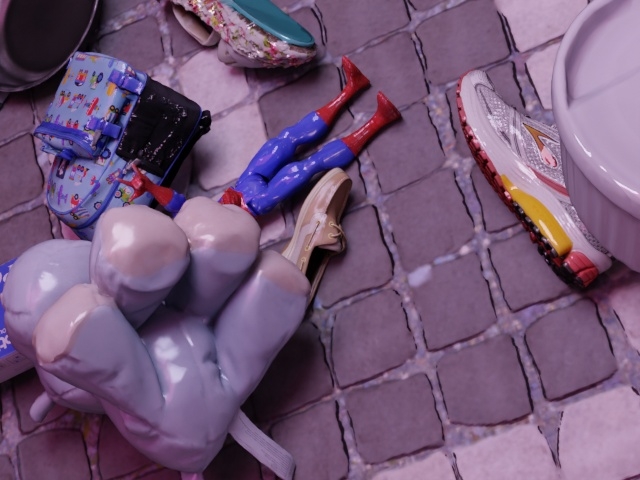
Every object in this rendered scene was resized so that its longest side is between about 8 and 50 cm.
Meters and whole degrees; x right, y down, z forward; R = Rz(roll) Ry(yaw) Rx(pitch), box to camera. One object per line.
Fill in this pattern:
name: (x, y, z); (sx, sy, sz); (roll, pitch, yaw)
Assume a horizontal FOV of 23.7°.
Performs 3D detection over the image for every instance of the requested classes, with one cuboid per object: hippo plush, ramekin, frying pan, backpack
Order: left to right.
frying pan: (-0.318, -0.188, 1.626); (0.197, 0.053, 0.326); (5, 80, 34)
backpack: (-0.209, -0.082, 1.478); (0.158, 0.117, 0.173); (27, 89, 57)
hippo plush: (-0.152, 0.081, 1.362); (0.234, 0.294, 0.236); (-42, 28, -21)
ramekin: (0.311, -0.080, 1.196); (0.272, 0.127, 0.273); (-1, 55, 2)

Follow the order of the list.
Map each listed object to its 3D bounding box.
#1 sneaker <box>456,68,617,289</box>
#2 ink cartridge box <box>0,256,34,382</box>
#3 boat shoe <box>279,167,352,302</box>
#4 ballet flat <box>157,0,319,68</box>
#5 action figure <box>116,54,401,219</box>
sneaker: (0.194, -0.064, 1.321); (0.092, 0.088, 0.225); (-34, 65, 0)
ink cartridge box: (-0.360, 0.105, 1.486); (0.207, 0.046, 0.097); (-26, 60, 13)
boat shoe: (0.000, 0.000, 1.399); (0.045, 0.050, 0.135); (26, 91, 28)
ballet flat: (-0.090, -0.221, 1.530); (0.241, 0.091, 0.077); (44, 121, 37)
action figure: (-0.069, -0.065, 1.410); (0.280, 0.139, 0.091); (-44, 57, 4)
